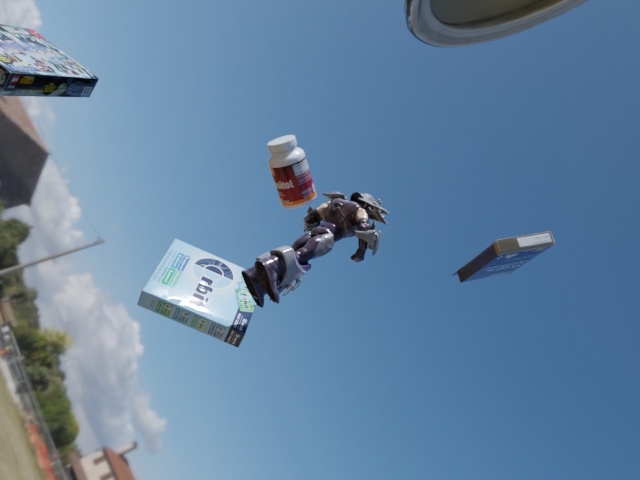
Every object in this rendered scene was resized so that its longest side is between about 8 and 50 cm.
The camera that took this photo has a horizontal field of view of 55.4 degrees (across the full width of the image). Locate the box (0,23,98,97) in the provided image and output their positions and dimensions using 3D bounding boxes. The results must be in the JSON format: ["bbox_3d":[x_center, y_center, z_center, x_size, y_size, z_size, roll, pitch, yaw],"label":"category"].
[{"bbox_3d":[-0.296,-0.177,0.596,0.094,0.137,0.027,36,-73,3],"label":"box"}]

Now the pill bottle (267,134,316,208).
[{"bbox_3d":[-0.067,-0.155,1.371,0.086,0.086,0.152,20,-47,56],"label":"pill bottle"}]

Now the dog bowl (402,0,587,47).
[{"bbox_3d":[0.267,-0.408,0.726,0.408,0.408,0.150,-37,-108,61],"label":"dog bowl"}]

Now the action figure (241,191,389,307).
[{"bbox_3d":[0.000,0.000,1.044,0.185,0.285,0.099,6,-53,57],"label":"action figure"}]

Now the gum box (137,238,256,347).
[{"bbox_3d":[-0.204,0.089,1.078,0.157,0.184,0.041,-75,-169,-55],"label":"gum box"}]

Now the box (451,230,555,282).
[{"bbox_3d":[0.397,0.045,1.354,0.225,0.137,0.036,123,-45,-65],"label":"box"}]
